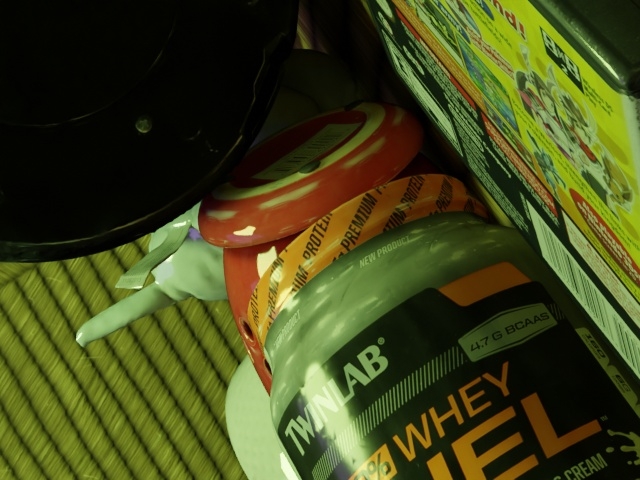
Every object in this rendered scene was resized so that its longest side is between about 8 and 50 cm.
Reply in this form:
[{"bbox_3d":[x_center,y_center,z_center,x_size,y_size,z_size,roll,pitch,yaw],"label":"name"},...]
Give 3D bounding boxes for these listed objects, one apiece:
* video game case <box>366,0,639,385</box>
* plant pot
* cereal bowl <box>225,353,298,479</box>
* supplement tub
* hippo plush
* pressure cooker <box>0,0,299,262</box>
[{"bbox_3d":[0.073,-0.076,0.539,0.275,0.035,0.248,57,178,37],"label":"video game case"},{"bbox_3d":[0.018,0.009,0.936,0.174,0.191,0.191,63,176,-18],"label":"plant pot"},{"bbox_3d":[0.086,0.175,1.284,0.339,0.141,0.339,25,-152,-14],"label":"cereal bowl"},{"bbox_3d":[0.100,0.129,0.715,0.316,0.193,0.193,56,177,26],"label":"supplement tub"},{"bbox_3d":[0.000,0.000,1.107,0.236,0.294,0.234,36,141,-8],"label":"hippo plush"},{"bbox_3d":[-0.237,-0.170,0.999,0.369,0.376,0.420,12,180,-17],"label":"pressure cooker"}]
